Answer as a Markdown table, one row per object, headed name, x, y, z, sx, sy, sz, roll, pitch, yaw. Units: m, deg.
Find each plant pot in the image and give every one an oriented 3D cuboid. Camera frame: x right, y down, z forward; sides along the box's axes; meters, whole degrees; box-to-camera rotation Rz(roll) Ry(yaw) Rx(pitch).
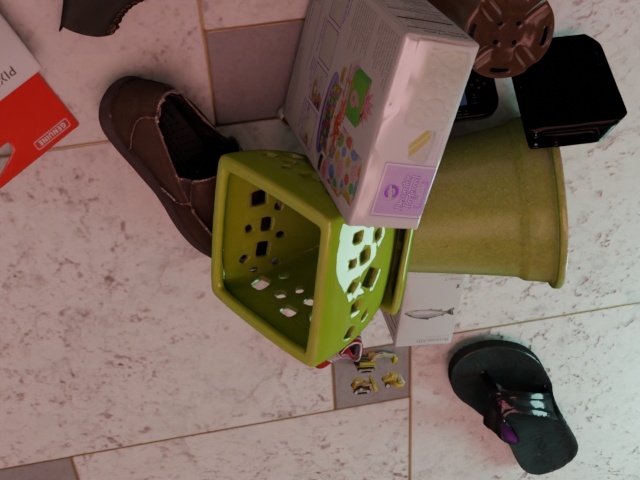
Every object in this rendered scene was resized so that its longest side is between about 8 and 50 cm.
| name | x | y | z | sx | sy | sz | roll | pitch | yaw |
| --- | --- | --- | --- | --- | --- | --- | --- | --- | --- |
| plant pot | 0.000 | 0.000 | 1.250 | 0.207 | 0.227 | 0.228 | -20 | 129 | -38 |
| plant pot | 0.225 | -0.309 | 1.220 | 0.167 | 0.165 | 0.167 | -7 | 126 | -9 |
| plant pot | 0.220 | -0.053 | 1.374 | 0.254 | 0.276 | 0.276 | -6 | 128 | 6 |

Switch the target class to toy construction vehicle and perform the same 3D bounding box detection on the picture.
| name | x | y | z | sx | sy | sz | roll | pitch | yaw |
| --- | --- | --- | --- | --- | --- | --- | --- | --- | --- |
| toy construction vehicle | 0.099 | 0.237 | 1.648 | 0.098 | 0.086 | 0.035 | -3 | 120 | -10 |

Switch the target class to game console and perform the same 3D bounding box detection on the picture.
| name | x | y | z | sx | sy | sz | roll | pitch | yaw |
| --- | --- | --- | --- | --- | --- | --- | --- | --- | --- |
| game console | 0.230 | -0.202 | 1.284 | 0.361 | 0.213 | 0.044 | -6 | 134 | 6 |

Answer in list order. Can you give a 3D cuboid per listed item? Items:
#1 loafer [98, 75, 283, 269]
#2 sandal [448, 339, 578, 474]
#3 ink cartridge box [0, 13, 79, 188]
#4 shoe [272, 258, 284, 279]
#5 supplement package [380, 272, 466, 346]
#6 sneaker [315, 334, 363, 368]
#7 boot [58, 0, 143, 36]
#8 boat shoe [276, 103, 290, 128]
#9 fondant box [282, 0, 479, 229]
| name | x | y | z | sx | sy | sz | roll | pitch | yaw |
| --- | --- | --- | --- | --- | --- | --- | --- | --- | --- |
| loafer | -0.159 | -0.081 | 1.292 | 0.366 | 0.130 | 0.134 | 45 | 65 | -34 |
| sandal | 0.402 | 0.343 | 1.783 | 0.167 | 0.107 | 0.446 | -33 | 126 | 12 |
| ink cartridge box | -0.476 | -0.149 | 1.176 | 0.275 | 0.060 | 0.239 | -42 | 127 | -12 |
| shoe | -0.097 | 0.011 | 1.457 | 0.219 | 0.058 | 0.076 | 22 | 74 | -29 |
| supplement package | 0.172 | 0.077 | 1.533 | 0.105 | 0.105 | 0.179 | -3 | 127 | -12 |
| sneaker | 0.031 | 0.202 | 1.616 | 0.042 | 0.067 | 0.118 | 28 | 116 | -29 |
| boot | -0.237 | -0.315 | 1.175 | 0.198 | 0.077 | 0.137 | 14 | 127 | -6 |
| boat shoe | -0.020 | -0.167 | 1.350 | 0.100 | 0.035 | 0.035 | 28 | 116 | -29 |
| fondant box | 0.058 | -0.197 | 1.147 | 0.096 | 0.330 | 0.238 | 5 | 120 | -20 |
